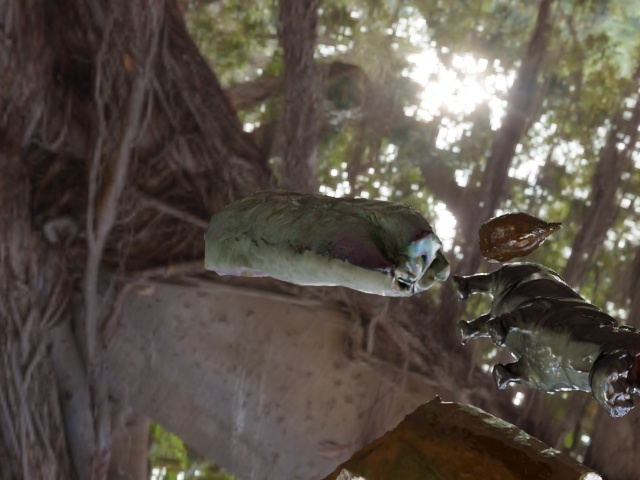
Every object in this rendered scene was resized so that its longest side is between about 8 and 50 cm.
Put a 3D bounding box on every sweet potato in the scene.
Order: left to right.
[{"bbox_3d":[0.201,-0.006,0.995,0.049,0.049,0.117,-8,175,-31],"label":"sweet potato"}]

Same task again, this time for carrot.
[{"bbox_3d":[0.190,0.339,1.233,0.341,0.241,0.241,24,-149,30],"label":"carrot"}]

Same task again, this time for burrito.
[{"bbox_3d":[-0.003,-0.001,0.776,0.096,0.066,0.309,-26,-164,-27],"label":"burrito"}]

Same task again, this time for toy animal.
[{"bbox_3d":[0.272,0.114,1.089,0.168,0.106,0.343,-15,-161,-21],"label":"toy animal"}]
